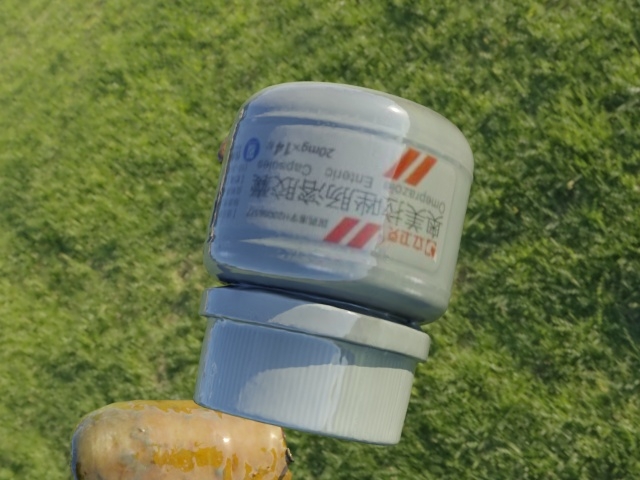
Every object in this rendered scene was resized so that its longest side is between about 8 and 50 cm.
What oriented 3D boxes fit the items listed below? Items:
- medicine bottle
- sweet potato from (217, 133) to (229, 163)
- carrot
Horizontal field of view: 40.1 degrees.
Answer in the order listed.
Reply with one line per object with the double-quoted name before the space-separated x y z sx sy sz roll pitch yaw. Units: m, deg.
"medicine bottle" 0.007 0.027 0.849 0.245 0.245 0.306 2 78 49
"sweet potato" -0.056 -0.136 1.005 0.044 0.044 0.179 -7 29 45
"carrot" -0.229 0.364 1.421 0.224 0.340 0.224 177 90 -77
